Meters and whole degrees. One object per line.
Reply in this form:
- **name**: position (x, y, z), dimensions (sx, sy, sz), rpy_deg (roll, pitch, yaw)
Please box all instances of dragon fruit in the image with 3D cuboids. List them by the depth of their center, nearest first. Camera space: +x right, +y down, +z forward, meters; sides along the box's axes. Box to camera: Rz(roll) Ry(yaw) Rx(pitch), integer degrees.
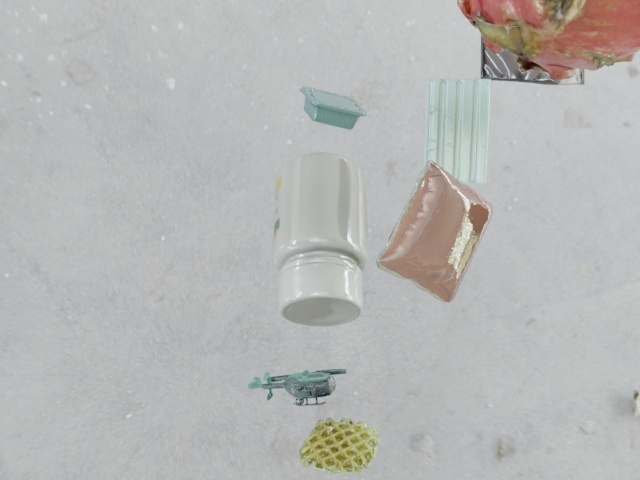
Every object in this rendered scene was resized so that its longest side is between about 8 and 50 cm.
- **dragon fruit**: position (0.287, -0.349, 0.789), dimensions (0.291, 0.269, 0.250), rpy_deg (26, 91, 13)

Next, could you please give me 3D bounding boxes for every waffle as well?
- **waffle**: position (0.046, 0.456, 1.410), dimensions (0.169, 0.183, 0.036), rpy_deg (4, 112, 19)

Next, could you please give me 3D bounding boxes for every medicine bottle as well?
- **medicine bottle**: position (0.000, 0.000, 1.387), dimensions (0.208, 0.208, 0.340), rpy_deg (6, 62, -10)

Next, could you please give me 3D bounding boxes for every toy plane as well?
- **toy plane**: position (-0.057, 0.331, 1.470), dimensions (0.234, 0.096, 0.060), rpy_deg (-6, 115, 7)

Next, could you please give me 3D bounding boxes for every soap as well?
- **soap**: position (0.263, -0.210, 1.229), dimensions (0.118, 0.066, 0.198), rpy_deg (2, 94, 6)

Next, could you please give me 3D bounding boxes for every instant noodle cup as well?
- **instant noodle cup**: position (0.030, -0.379, 1.840), dimensions (0.179, 0.157, 0.070), rpy_deg (10, 116, -21)

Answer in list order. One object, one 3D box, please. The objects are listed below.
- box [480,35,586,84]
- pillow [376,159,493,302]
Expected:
- **box**: position (0.435, -0.445, 1.291), dimensions (0.153, 0.188, 0.253), rpy_deg (-20, 116, -44)
- **pillow**: position (0.176, -0.011, 0.975), dimensions (0.171, 0.075, 0.179), rpy_deg (28, 85, -32)
